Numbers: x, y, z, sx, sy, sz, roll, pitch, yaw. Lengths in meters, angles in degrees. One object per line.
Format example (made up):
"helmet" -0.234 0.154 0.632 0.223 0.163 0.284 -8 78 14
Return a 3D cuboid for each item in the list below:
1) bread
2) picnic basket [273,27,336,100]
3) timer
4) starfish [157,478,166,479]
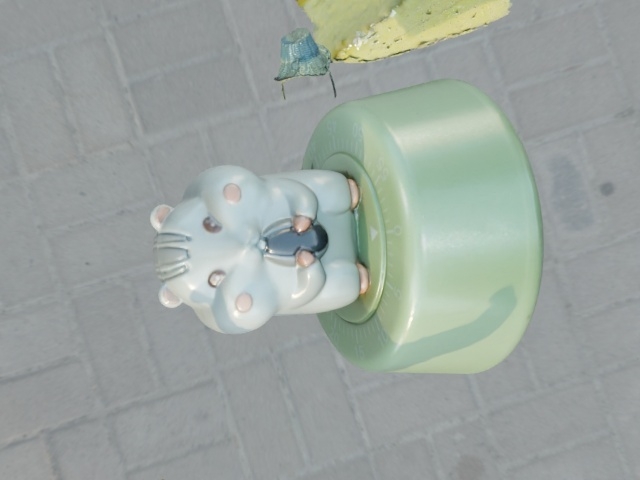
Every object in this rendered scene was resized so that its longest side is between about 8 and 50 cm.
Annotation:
"bread" 0.120 -0.445 1.542 0.315 0.279 0.248 -15 58 -4
"picnic basket" -0.021 -0.194 1.117 0.065 0.083 0.083 -6 126 18
"timer" 0.000 0.000 0.924 0.315 0.291 0.290 -6 88 -24
"starfish" -0.073 0.320 0.856 0.375 0.327 0.094 28 107 38
